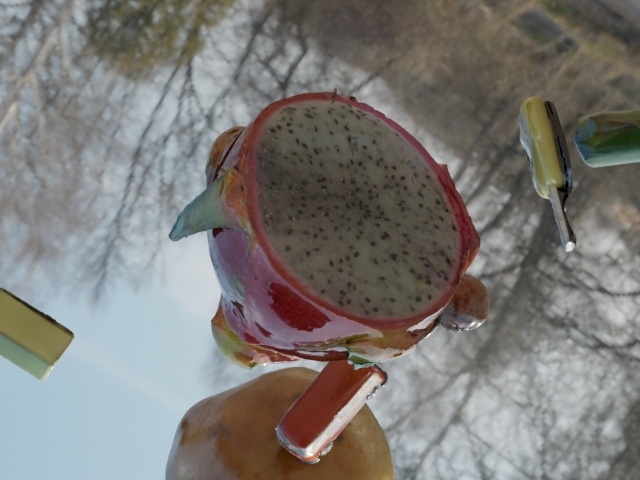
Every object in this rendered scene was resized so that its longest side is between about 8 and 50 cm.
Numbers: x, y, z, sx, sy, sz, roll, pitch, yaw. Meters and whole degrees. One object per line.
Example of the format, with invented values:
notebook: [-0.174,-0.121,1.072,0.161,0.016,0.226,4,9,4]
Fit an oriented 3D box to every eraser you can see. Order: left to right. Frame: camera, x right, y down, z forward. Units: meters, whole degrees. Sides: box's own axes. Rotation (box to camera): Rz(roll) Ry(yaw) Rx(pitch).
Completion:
eraser: [-0.543,0.168,2.104,0.172,0.058,0.117,33,-153,-6]

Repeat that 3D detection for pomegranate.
pomegranate: [-0.042,0.381,1.829,0.410,0.410,0.410,33,-169,-7]

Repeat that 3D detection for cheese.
cheese: [0.236,-0.063,1.192,0.086,0.036,0.162,76,-177,-62]

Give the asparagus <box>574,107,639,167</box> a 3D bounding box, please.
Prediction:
asparagus: [0.396,-0.121,1.228,0.278,0.067,0.060,-9,172,43]

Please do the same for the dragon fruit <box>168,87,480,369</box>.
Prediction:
dragon fruit: [0.000,0.000,1.167,0.291,0.189,0.290,15,-121,-26]

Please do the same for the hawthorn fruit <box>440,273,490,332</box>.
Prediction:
hawthorn fruit: [0.173,0.060,1.414,0.067,0.103,0.067,1,163,0]

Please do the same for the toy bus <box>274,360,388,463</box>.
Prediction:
toy bus: [0.009,0.225,1.603,0.079,0.174,0.077,40,176,19]
